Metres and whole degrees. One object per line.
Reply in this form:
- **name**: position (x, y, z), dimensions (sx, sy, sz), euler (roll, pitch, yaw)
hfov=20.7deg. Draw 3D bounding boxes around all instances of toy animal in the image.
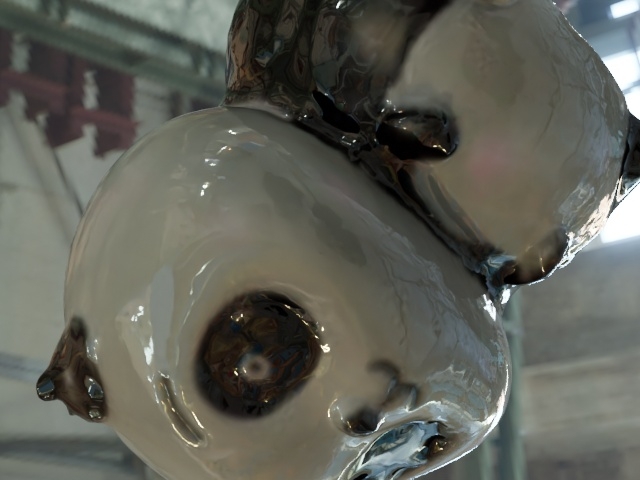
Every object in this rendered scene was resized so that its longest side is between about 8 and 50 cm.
- **toy animal**: position (0.007, -0.001, 0.693), dimensions (0.187, 0.165, 0.235), euler (44, -107, -35)
